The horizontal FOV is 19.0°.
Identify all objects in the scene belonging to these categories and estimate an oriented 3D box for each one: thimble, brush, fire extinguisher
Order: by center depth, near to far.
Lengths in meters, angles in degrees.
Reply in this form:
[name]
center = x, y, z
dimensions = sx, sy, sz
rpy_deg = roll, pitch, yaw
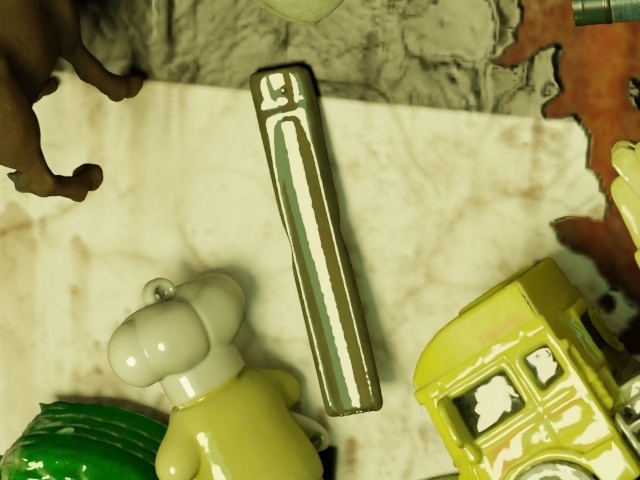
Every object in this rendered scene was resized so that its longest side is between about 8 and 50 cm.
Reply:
[fire extinguisher]
center = 0.164, -0.123, 0.927
dimensions = 0.083, 0.025, 0.038
rpy_deg = -2, 88, 13
[brush]
center = 0.000, 0.000, 1.014
dimensions = 0.034, 0.027, 0.190
rpy_deg = -11, 101, 12
[thimble]
center = -0.124, 0.152, 1.064
dimensions = 0.130, 0.090, 0.118
rpy_deg = 44, 115, -7

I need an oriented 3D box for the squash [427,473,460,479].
[squash]
center = 0.118, 0.273, 1.098
dimensions = 0.189, 0.189, 0.260
rpy_deg = -14, 72, 17

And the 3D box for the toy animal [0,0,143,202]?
[toy animal]
center = -0.140, -0.124, 0.931
dimensions = 0.094, 0.214, 0.186
rpy_deg = 3, 143, 20

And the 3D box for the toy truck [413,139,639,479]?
[toy truck]
center = 0.172, 0.029, 0.933
dimensions = 0.272, 0.124, 0.157
rpy_deg = -35, 85, 20

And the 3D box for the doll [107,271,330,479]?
[doll]
center = -0.053, 0.092, 1.026
dimensions = 0.062, 0.106, 0.162
rpy_deg = -13, 105, 49

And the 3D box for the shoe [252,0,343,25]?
[shoe]
center = -0.047, -0.258, 0.871
dimensions = 0.159, 0.124, 0.316
rpy_deg = -32, 107, 22
